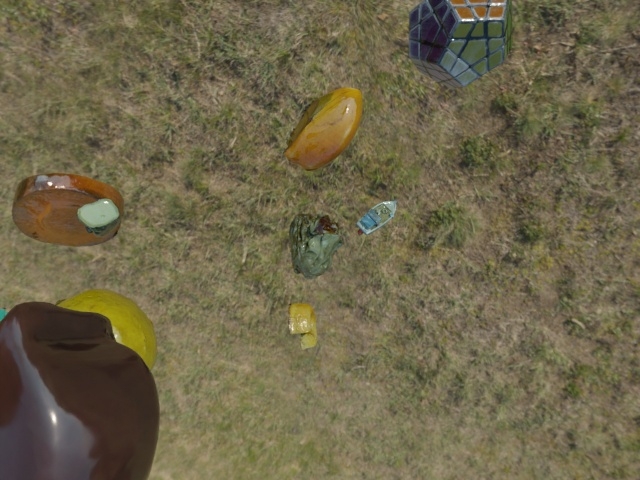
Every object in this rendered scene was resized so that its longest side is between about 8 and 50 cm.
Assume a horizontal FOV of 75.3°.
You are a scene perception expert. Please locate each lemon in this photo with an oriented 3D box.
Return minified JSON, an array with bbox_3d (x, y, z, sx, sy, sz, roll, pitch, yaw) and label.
[{"bbox_3d":[-0.543,0.258,1.021,0.260,0.284,0.260,-25,154,-13],"label":"lemon"}]

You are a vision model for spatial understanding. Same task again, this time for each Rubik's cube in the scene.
[{"bbox_3d":[0.408,-0.606,1.207,0.319,0.319,0.264,-30,105,20],"label":"Rubik's cube"}]

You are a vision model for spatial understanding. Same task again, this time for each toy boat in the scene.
[{"bbox_3d":[0.189,-0.080,1.365,0.069,0.173,0.059,48,153,15],"label":"toy boat"}]

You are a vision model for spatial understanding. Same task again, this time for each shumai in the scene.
[{"bbox_3d":[-0.002,0.001,1.538,0.189,0.256,0.218,12,148,-39],"label":"shumai"}]

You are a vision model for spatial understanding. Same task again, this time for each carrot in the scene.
[{"bbox_3d":[-0.680,-0.082,1.133,0.258,0.100,0.307,-12,161,-10],"label":"carrot"}]

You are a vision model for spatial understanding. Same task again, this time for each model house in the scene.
[{"bbox_3d":[-0.503,-0.046,0.944,0.066,0.078,0.083,54,148,2],"label":"model house"}]

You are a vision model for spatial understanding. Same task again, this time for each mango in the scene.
[{"bbox_3d":[0.016,-0.295,1.093,0.252,0.154,0.126,-46,134,14],"label":"mango"}]

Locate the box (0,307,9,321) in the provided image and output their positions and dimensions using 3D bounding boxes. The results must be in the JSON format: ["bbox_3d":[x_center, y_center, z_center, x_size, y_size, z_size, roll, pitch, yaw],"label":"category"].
[{"bbox_3d":[-0.757,0.207,0.732,0.118,0.205,0.311,-39,144,20],"label":"box"}]

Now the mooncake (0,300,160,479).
[{"bbox_3d":[-0.359,0.207,0.471,0.326,0.174,0.334,-41,71,10],"label":"mooncake"}]

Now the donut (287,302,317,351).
[{"bbox_3d":[-0.054,0.280,1.407,0.078,0.146,0.181,-11,139,12],"label":"donut"}]
